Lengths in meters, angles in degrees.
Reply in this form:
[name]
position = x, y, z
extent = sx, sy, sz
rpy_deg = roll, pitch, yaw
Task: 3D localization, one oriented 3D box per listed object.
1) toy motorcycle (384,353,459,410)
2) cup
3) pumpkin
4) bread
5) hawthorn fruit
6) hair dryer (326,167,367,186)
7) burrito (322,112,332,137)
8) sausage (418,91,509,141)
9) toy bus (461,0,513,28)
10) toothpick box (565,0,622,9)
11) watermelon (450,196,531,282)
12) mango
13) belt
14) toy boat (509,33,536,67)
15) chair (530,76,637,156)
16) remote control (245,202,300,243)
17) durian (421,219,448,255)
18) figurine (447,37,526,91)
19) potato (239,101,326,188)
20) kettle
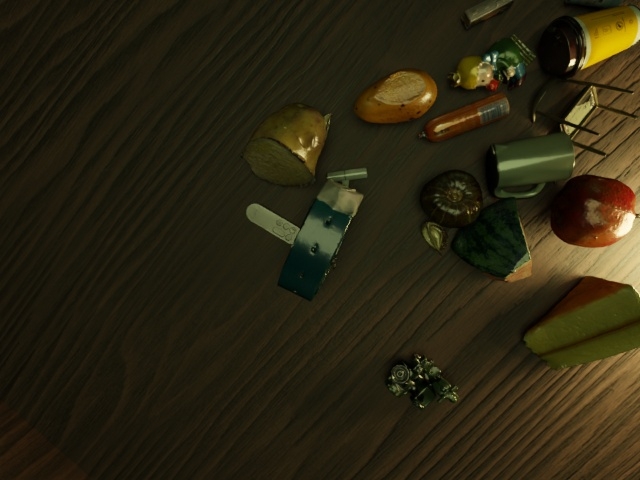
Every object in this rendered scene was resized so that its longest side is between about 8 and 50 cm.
[toy motorcycle]
position = 0.391, 0.560, 1.588
extent = 0.275, 0.127, 0.205
rpy_deg = 44, 96, 2
[cup]
position = 0.892, -0.666, 1.368
extent = 0.279, 0.196, 0.196
rpy_deg = -20, 95, -2
[pumpkin]
position = 0.476, -0.144, 1.486
extent = 0.219, 0.162, 0.219
rpy_deg = -1, 71, 3
[bread]
position = 0.942, 0.330, 1.454
extent = 0.361, 0.245, 0.233
rpy_deg = -43, 92, 5
[hawthorn fruit]
position = 0.947, -0.091, 1.387
extent = 0.300, 0.254, 0.254
rpy_deg = 11, 98, 16
[hair dryer]
position = 0.110, -0.178, 1.572
extent = 0.154, 0.044, 0.183
rpy_deg = -8, 101, 7
[burrito]
position = 0.002, -0.411, 1.549
extent = 0.055, 0.041, 0.149
rpy_deg = 13, 95, -10
[sausage]
position = 0.501, -0.427, 1.475
extent = 0.312, 0.093, 0.093
rpy_deg = -20, 95, 8
[toy bus]
position = 0.580, -0.802, 1.431
extent = 0.172, 0.072, 0.057
rpy_deg = -25, 90, 7
[toothpick box]
position = 0.921, -0.835, 1.379
extent = 0.153, 0.101, 0.101
rpy_deg = 12, 98, 6
[watermelon]
position = 0.669, 0.008, 1.450
extent = 0.292, 0.283, 0.250
rpy_deg = 5, 124, -19
[mango]
position = 0.255, -0.490, 1.440
extent = 0.290, 0.191, 0.160
rpy_deg = -14, 89, 3
[belt]
position = 0.000, 0.002, 1.467
extent = 0.173, 0.300, 0.437
rpy_deg = 22, 103, 2
[toy boat]
position = 0.702, -0.668, 1.462
extent = 0.115, 0.016, 0.063
rpy_deg = 45, 99, -1
[chair]
position = 0.887, -0.435, 1.410
extent = 0.188, 0.166, 0.272
rpy_deg = -54, 47, 10
[remote control]
position = -0.181, -0.066, 1.618
extent = 0.245, 0.022, 0.077
rpy_deg = 31, 97, 1
[durian]
position = 0.438, -0.016, 1.531
extent = 0.071, 0.110, 0.140
rpy_deg = -27, 96, -16
[figurine]
position = 0.580, -0.575, 1.442
extent = 0.234, 0.127, 0.185
rpy_deg = -33, 109, -1
[potato]
position = -0.110, -0.361, 1.480
extent = 0.288, 0.301, 0.237
rpy_deg = 4, 65, 29
[kettle]
position = 0.721, -0.248, 1.450
extent = 0.255, 0.165, 0.240
rpy_deg = -10, 124, 8
